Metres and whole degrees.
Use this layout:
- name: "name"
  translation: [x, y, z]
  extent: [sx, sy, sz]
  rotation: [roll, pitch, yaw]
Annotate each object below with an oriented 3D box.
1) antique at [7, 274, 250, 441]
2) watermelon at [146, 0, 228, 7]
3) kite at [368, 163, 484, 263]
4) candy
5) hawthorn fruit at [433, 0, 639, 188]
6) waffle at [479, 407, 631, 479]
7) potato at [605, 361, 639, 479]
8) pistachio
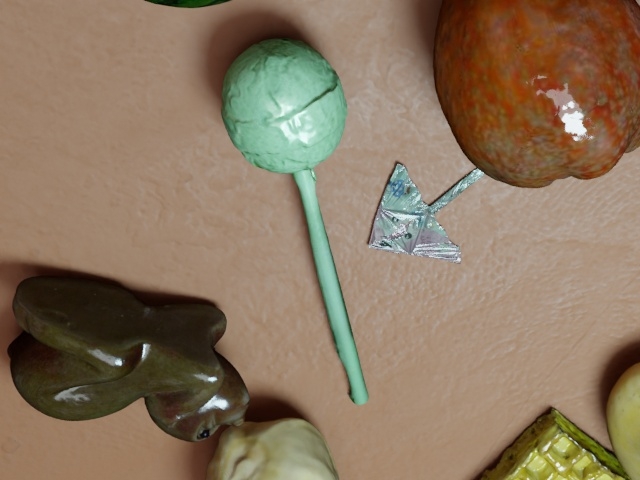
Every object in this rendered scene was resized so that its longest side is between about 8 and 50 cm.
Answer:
- name: "antique"
  translation: [-0.199, 0.136, 1.353]
  extent: [0.257, 0.121, 0.143]
  rotation: [11, 122, -7]
- name: "watermelon"
  translation: [-0.107, -0.313, 1.072]
  extent: [0.242, 0.242, 0.242]
  rotation: [-1, 116, -2]
- name: "kite"
  translation: [0.116, -0.029, 1.347]
  extent: [0.153, 0.005, 0.137]
  rotation: [-29, 116, 11]
- name: "candy"
  translation: [0.000, 0.000, 1.314]
  extent: [0.119, 0.119, 0.439]
  rotation: [-13, 122, 4]
- name: "hawthorn fruit"
  translation: [0.199, -0.182, 1.180]
  extent: [0.211, 0.210, 0.262]
  rotation: [-15, 99, 5]
- name: "waffle"
  translation: [0.252, 0.313, 1.491]
  extent: [0.160, 0.055, 0.211]
  rotation: [37, 108, -17]
- name: "potato"
  translation: [0.405, 0.226, 1.410]
  extent: [0.150, 0.146, 0.234]
  rotation: [-35, 97, 6]
- name: "pistachio"
  translation: [-0.041, 0.294, 1.429]
  extent: [0.157, 0.157, 0.229]
  rotation: [-16, 128, 5]
